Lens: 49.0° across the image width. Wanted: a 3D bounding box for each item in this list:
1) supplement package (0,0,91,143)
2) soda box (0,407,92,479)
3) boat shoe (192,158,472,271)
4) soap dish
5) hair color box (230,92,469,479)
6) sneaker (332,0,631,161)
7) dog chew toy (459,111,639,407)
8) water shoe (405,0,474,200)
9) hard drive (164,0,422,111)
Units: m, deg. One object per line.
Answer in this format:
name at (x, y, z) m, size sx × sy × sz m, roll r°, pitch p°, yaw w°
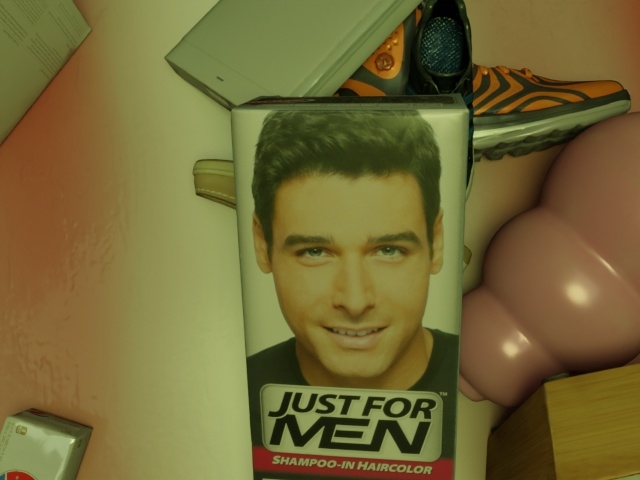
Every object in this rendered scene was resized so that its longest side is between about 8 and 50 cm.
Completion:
supplement package at (-0.368, -0.210, 0.686) m, size 0.149 × 0.194 × 0.203 m, roll 35°, pitch 82°, yaw 3°
soda box at (-0.303, 0.283, 0.696) m, size 0.073 × 0.069 × 0.216 m, roll 18°, pitch 84°, yaw -1°
boat shoe at (0.000, 0.000, 0.726) m, size 0.302 × 0.109 × 0.098 m, roll 21°, pitch 89°, yaw 0°
soap dish at (0.277, 0.192, 0.639) m, size 0.228 × 0.291 × 0.118 m, roll -11°, pitch 64°, yaw -3°
hair color box at (0.031, 0.062, 0.632) m, size 0.185 × 0.113 × 0.375 m, roll 1°, pitch 107°, yaw 8°
sneaker at (0.160, -0.178, 0.744) m, size 0.320 × 0.124 × 0.180 m, roll -9°, pitch 85°, yaw -4°
dog chew toy at (0.258, 0.035, 0.691) m, size 0.206 × 0.206 × 0.332 m, roll 45°, pitch 99°, yaw 3°
water shoe at (0.107, -0.127, 0.654) m, size 0.072 × 0.080 × 0.203 m, roll -2°, pitch 82°, yaw 8°
hard drive at (-0.001, -0.257, 0.739) m, size 0.307 × 0.040 × 0.203 m, roll -48°, pitch 53°, yaw -6°
